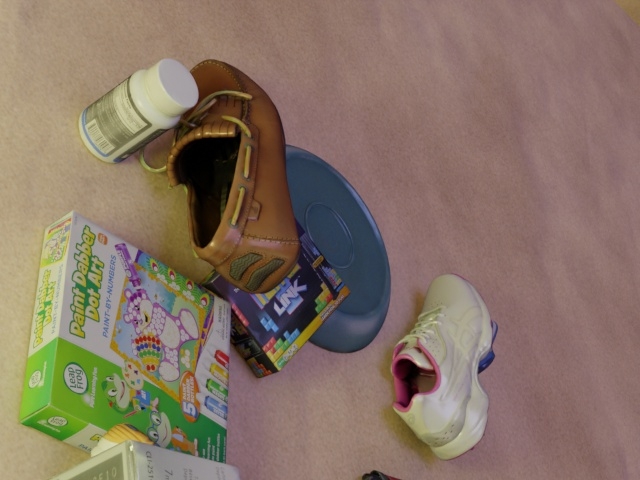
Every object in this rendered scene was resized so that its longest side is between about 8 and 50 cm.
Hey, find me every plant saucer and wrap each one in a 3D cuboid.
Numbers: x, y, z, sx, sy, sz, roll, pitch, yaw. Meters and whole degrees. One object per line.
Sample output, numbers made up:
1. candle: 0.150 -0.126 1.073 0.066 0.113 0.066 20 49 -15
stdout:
1. plant saucer: 0.000 0.000 1.893 0.317 0.043 0.318 34 41 -35

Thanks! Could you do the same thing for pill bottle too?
1. pill bottle: -0.213 -0.154 1.623 0.078 0.137 0.078 35 40 -36

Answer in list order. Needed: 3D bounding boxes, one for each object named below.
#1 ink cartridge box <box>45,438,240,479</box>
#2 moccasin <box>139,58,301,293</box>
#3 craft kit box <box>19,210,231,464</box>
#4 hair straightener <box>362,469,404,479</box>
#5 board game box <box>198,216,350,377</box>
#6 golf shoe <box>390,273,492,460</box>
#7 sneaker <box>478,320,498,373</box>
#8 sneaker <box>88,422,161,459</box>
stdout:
1. ink cartridge box: -0.169 0.269 1.223 0.239 0.275 0.060 24 47 -45
2. moccasin: -0.128 -0.097 1.682 0.147 0.139 0.380 28 37 -33
3. craft kit box: -0.203 0.127 1.499 0.246 0.061 0.250 31 42 -35
4. hair straightener: 0.131 0.354 1.791 0.230 0.047 0.089 29 43 -40
5. board game box: -0.058 0.063 1.714 0.141 0.048 0.170 54 48 -12
6. golf shoe: 0.166 0.153 1.943 0.140 0.115 0.306 35 39 -30
7. sneaker: 0.231 0.153 2.089 0.059 0.053 0.144 49 25 -19
8. sneaker: -0.135 0.317 1.395 0.296 0.112 0.131 42 77 -16
